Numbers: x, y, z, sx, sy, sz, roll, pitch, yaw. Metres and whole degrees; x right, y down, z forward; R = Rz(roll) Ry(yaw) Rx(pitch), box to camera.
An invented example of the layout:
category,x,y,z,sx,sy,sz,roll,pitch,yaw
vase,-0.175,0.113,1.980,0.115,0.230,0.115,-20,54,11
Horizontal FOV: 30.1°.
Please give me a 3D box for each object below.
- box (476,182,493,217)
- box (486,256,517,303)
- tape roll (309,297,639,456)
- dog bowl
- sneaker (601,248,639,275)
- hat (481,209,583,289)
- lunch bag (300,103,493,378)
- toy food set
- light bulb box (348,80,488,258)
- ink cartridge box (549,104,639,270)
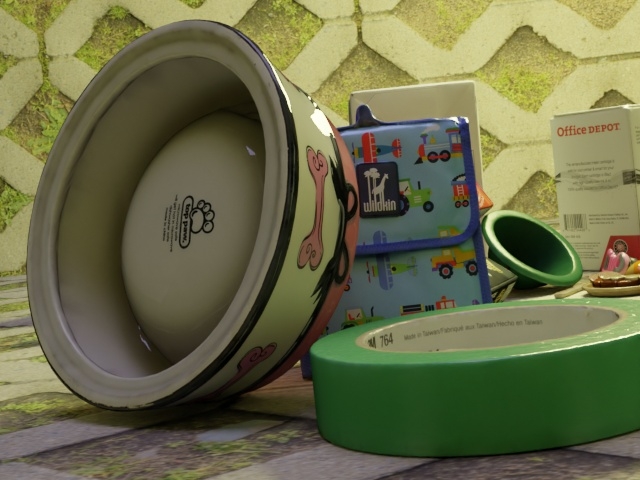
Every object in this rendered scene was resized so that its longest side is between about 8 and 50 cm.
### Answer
category,x,y,z,sx,sy,sz,roll,pitch,yaw
box,0.129,-0.018,1.883,0.257,0.123,0.128,-43,-13,23
box,0.158,0.025,1.706,0.220,0.051,0.175,33,18,18
tape roll,0.153,0.111,1.045,0.321,0.077,0.321,-6,3,0
dog bowl,-0.131,-0.014,1.256,0.408,0.408,0.150,-4,-15,42
sneaker,0.483,0.042,1.887,0.057,0.047,0.119,12,4,-3
hat,0.296,0.068,1.911,0.173,0.184,0.208,12,34,-21
lunch bag,0.071,-0.008,1.356,0.220,0.293,0.138,-7,3,0
toy food set,0.442,0.054,1.727,0.192,0.039,0.132,-4,4,35
light bulb box,0.174,-0.105,2.220,0.225,0.358,0.361,-5,5,2
ink cartridge box,0.504,-0.090,2.026,0.114,0.273,0.197,-9,5,-30
